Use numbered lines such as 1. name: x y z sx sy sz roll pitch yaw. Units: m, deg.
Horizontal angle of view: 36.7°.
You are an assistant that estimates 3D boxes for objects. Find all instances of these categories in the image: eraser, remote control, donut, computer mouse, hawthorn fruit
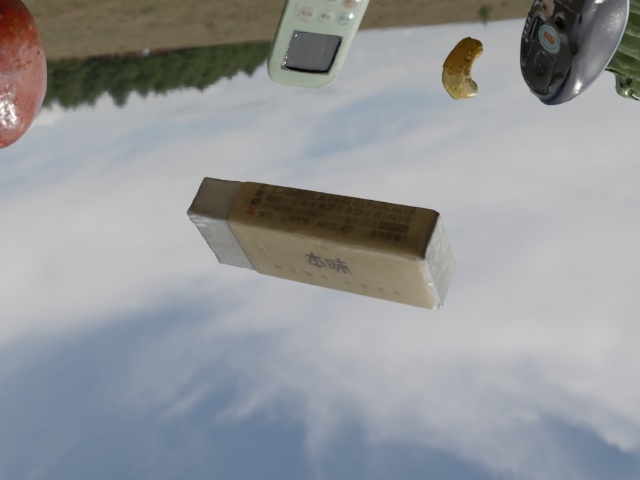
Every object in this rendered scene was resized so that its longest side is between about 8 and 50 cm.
1. eraser: 0.000 0.000 1.283 0.343 0.144 0.078 10 -119 24
2. remote control: 0.016 -0.278 0.985 0.090 0.309 0.038 2 -130 -21
3. donut: 0.216 -0.253 1.415 0.083 0.067 0.038 -53 -144 -6
4. computer mouse: 0.350 -0.295 1.308 0.096 0.233 0.137 -7 -138 -26
5. hawthorn fruit: -0.533 -0.254 1.386 0.284 0.284 0.284 -6 -168 1

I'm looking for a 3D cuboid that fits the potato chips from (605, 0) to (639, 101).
1. potato chips: 0.588 -0.278 1.419 0.429 0.358 0.070 27 -112 29
